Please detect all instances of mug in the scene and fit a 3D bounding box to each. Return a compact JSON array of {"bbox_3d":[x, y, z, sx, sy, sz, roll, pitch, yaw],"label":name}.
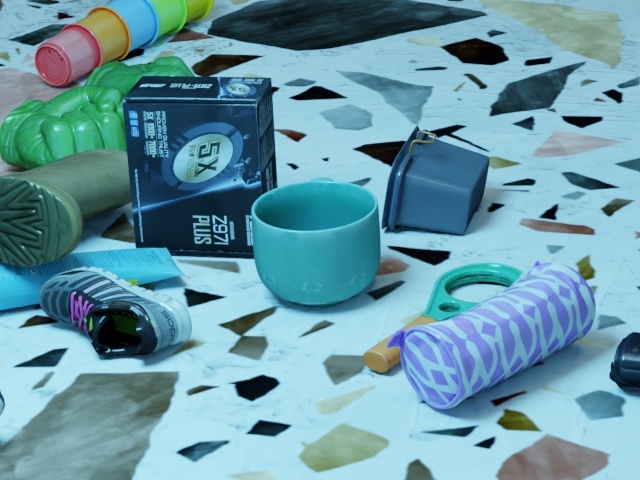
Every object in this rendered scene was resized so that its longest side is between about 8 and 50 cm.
[{"bbox_3d":[0.005,0.003,1.952,0.129,0.097,0.158,14,30,34],"label":"mug"}]

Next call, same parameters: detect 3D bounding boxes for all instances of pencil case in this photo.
[{"bbox_3d":[0.165,0.082,1.771,0.206,0.086,0.088,-24,66,-39],"label":"pencil case"}]

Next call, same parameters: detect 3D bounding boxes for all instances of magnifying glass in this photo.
[{"bbox_3d":[0.121,0.073,1.874,0.092,0.026,0.231,16,32,35],"label":"magnifying glass"}]

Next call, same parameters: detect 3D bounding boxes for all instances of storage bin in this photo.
[{"bbox_3d":[0.131,-0.066,2.102,0.091,0.098,0.135,13,28,11],"label":"storage bin"}]

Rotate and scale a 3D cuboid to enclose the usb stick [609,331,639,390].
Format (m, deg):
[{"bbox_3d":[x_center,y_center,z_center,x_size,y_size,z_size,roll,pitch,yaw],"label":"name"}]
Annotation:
[{"bbox_3d":[0.399,0.122,1.711,0.278,0.045,0.077,6,19,19],"label":"usb stick"}]

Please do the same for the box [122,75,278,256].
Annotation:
[{"bbox_3d":[-0.125,-0.079,2.048,0.147,0.180,0.077,3,24,11],"label":"box"}]

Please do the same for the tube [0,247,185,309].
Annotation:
[{"bbox_3d":[-0.249,0.034,1.981,0.207,0.052,0.080,-8,28,-18],"label":"tube"}]

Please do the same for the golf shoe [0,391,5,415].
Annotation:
[{"bbox_3d":[-0.340,0.190,1.641,0.198,0.077,0.094,-29,49,-36],"label":"golf shoe"}]

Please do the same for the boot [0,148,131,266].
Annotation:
[{"bbox_3d":[-0.270,-0.048,2.043,0.236,0.089,0.269,8,15,34],"label":"boot"}]

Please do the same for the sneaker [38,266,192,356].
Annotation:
[{"bbox_3d":[-0.213,0.073,1.869,0.170,0.063,0.075,15,24,25],"label":"sneaker"}]

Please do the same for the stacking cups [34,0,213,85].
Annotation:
[{"bbox_3d":[-0.275,-0.292,2.656,0.096,0.096,0.316,13,34,31],"label":"stacking cups"}]

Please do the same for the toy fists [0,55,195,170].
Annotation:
[{"bbox_3d":[-0.256,-0.154,2.328,0.142,0.096,0.279,13,28,30],"label":"toy fists"}]
